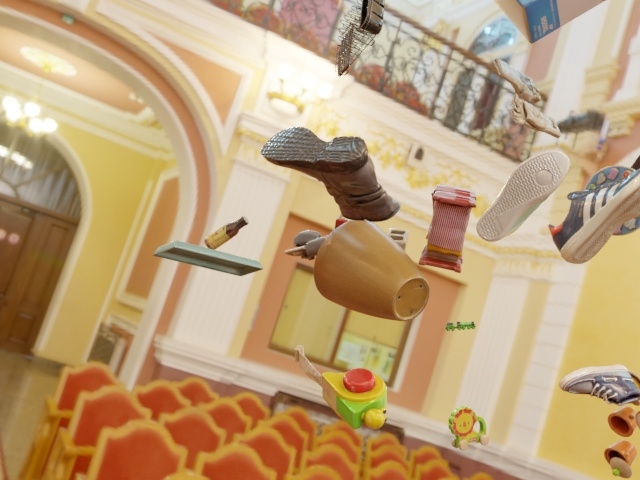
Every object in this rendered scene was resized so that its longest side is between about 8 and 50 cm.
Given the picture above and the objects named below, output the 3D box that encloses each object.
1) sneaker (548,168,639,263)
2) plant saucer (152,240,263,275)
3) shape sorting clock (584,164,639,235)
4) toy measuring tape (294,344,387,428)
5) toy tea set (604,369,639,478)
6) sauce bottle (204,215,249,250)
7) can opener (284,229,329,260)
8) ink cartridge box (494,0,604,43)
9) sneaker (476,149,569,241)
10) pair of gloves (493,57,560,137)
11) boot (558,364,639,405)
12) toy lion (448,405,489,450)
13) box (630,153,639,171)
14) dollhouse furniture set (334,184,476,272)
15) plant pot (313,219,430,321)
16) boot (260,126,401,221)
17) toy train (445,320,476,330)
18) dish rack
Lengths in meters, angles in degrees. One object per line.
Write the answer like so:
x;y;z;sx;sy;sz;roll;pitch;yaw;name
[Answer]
0.720;-0.104;1.921;0.131;0.350;0.148;23;31;-42;sneaker
-0.192;0.032;1.318;0.192;0.018;0.067;18;-25;-41;plant saucer
0.859;-0.115;2.200;0.040;0.206;0.206;-13;15;-41;shape sorting clock
0.058;0.311;1.665;0.121;0.121;0.330;23;8;-33;toy measuring tape
0.811;0.508;1.952;0.200;0.124;0.336;26;-45;44;toy tea set
-0.246;-0.021;1.992;0.042;0.128;0.042;53;11;-15;sauce bottle
0.000;0.000;2.110;0.076;0.095;0.283;13;-17;-34;can opener
0.679;-0.776;2.102;0.166;0.395;0.285;51;12;-54;ink cartridge box
0.462;-0.104;1.728;0.094;0.256;0.151;47;17;13;sneaker
0.589;-0.407;2.189;0.204;0.240;0.042;12;-38;-42;pair of gloves
0.662;0.347;1.783;0.190;0.069;0.086;-7;44;-17;boot
0.333;0.421;1.718;0.100;0.096;0.034;-3;3;-29;toy lion
1.052;-0.131;2.255;0.261;0.103;0.184;26;-30;32;box
0.226;-0.056;2.084;0.374;0.201;0.152;10;19;9;dollhouse furniture set
0.149;0.097;1.912;0.237;0.237;0.254;24;4;-40;plant pot
0.015;-0.142;1.791;0.338;0.118;0.222;20;-28;45;boot
0.374;0.227;2.023;0.083;0.017;0.023;-5;-52;1;toy train
0.105;-0.638;2.305;0.074;0.208;0.271;22;-35;-20;dish rack
